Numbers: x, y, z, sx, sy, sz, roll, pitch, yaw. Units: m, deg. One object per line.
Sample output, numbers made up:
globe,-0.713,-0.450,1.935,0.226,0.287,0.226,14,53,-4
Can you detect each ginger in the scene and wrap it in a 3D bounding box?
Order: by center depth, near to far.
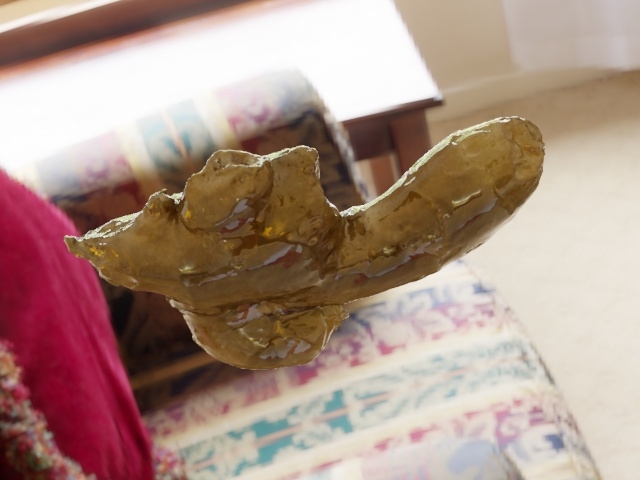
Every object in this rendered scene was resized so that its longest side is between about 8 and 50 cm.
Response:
ginger,0.002,-0.008,0.632,0.214,0.133,0.059,-28,41,11
